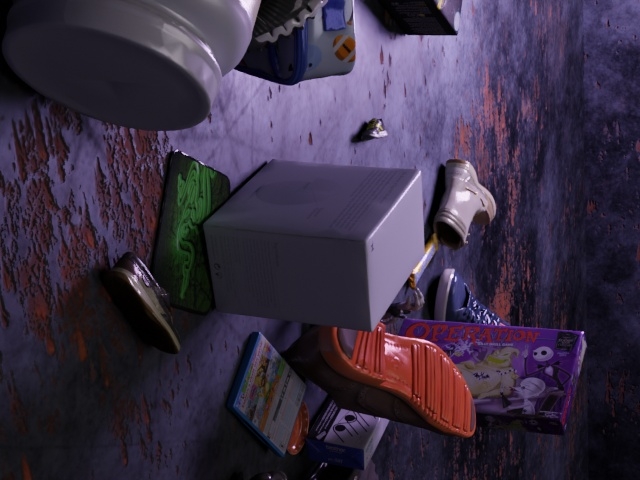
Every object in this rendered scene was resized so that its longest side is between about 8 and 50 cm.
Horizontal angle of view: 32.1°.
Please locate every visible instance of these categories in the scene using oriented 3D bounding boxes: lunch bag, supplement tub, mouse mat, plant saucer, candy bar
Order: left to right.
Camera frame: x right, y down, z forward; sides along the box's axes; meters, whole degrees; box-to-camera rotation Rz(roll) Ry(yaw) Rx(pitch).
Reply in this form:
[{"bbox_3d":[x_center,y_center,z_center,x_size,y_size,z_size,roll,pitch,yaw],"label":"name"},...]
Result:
[{"bbox_3d":[-0.162,-0.294,1.078,0.235,0.236,0.324,47,52,-58],"label":"supplement tub"},{"bbox_3d":[-0.162,-0.006,1.398,0.153,0.007,0.189,26,70,-64],"label":"mouse mat"},{"bbox_3d":[-0.047,-0.342,1.315,0.115,0.243,0.303,-14,113,-25],"label":"lunch bag"},{"bbox_3d":[-0.041,0.285,1.699,0.083,0.013,0.083,3,90,-66],"label":"plant saucer"},{"bbox_3d":[0.202,0.042,2.187,0.161,0.018,0.040,-53,140,-51],"label":"candy bar"}]

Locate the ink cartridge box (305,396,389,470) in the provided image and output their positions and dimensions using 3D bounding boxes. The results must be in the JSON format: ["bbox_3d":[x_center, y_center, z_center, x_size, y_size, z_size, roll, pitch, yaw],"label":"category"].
[{"bbox_3d":[0.058,0.283,1.798,0.207,0.097,0.046,-54,147,-56],"label":"ink cartridge box"}]

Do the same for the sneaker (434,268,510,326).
[{"bbox_3d":[0.341,0.182,2.356,0.350,0.148,0.131,63,39,-48],"label":"sneaker"}]

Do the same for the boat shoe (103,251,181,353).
[{"bbox_3d":[-0.194,0.074,1.281,0.049,0.056,0.152,-62,147,-32],"label":"boat shoe"}]

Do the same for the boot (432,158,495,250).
[{"bbox_3d":[0.296,-0.048,2.311,0.213,0.077,0.165,51,47,-49],"label":"boot"}]

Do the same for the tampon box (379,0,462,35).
[{"bbox_3d":[0.184,-0.448,1.968,0.161,0.102,0.120,30,67,-63],"label":"tampon box"}]

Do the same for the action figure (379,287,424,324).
[{"bbox_3d":[0.070,0.079,1.759,0.164,0.141,0.275,6,88,-51],"label":"action figure"}]

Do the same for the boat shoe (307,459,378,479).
[{"bbox_3d":[0.003,0.393,1.720,0.335,0.112,0.095,-24,98,-69],"label":"boat shoe"}]

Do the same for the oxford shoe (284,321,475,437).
[{"bbox_3d":[0.103,0.219,1.732,0.364,0.133,0.130,35,46,-32],"label":"oxford shoe"}]

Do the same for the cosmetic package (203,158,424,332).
[{"bbox_3d":[0.000,0.000,1.482,0.224,0.225,0.138,-49,138,-54],"label":"cosmetic package"}]

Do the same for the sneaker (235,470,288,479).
[{"bbox_3d":[-0.107,0.360,1.487,0.227,0.087,0.130,50,48,-61],"label":"sneaker"}]

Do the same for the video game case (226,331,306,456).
[{"bbox_3d":[-0.075,0.223,1.598,0.166,0.015,0.119,55,45,-47],"label":"video game case"}]

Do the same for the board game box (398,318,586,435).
[{"bbox_3d":[0.287,0.241,2.011,0.208,0.347,0.056,-61,143,-43],"label":"board game box"}]

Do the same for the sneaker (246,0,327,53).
[{"bbox_3d":[-0.021,-0.295,1.174,0.234,0.078,0.106,-38,115,-5],"label":"sneaker"}]

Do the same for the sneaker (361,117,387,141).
[{"bbox_3d":[0.087,-0.190,1.894,0.083,0.031,0.035,-23,101,-67],"label":"sneaker"}]
